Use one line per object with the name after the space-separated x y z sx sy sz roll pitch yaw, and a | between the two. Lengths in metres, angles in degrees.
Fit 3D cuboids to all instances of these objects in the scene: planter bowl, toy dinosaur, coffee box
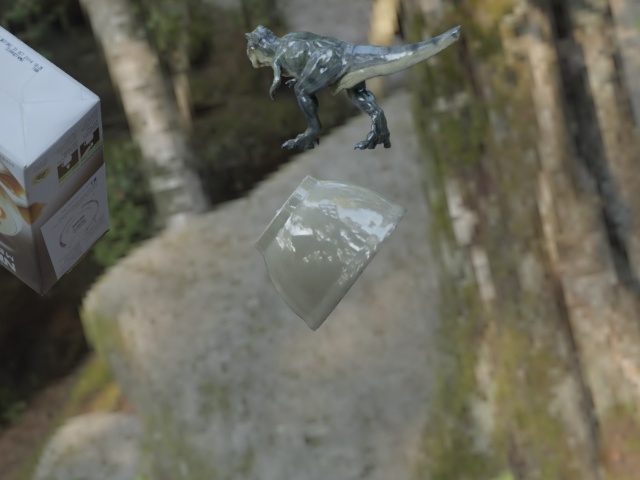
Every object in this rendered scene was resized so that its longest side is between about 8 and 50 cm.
0.000 0.000 1.998 0.162 0.109 0.162 -53 0 0 | planter bowl
0.017 -0.145 1.805 0.268 0.118 0.064 6 10 39 | toy dinosaur
-0.276 -0.072 1.720 0.098 0.141 0.246 -48 -16 -23 | coffee box
